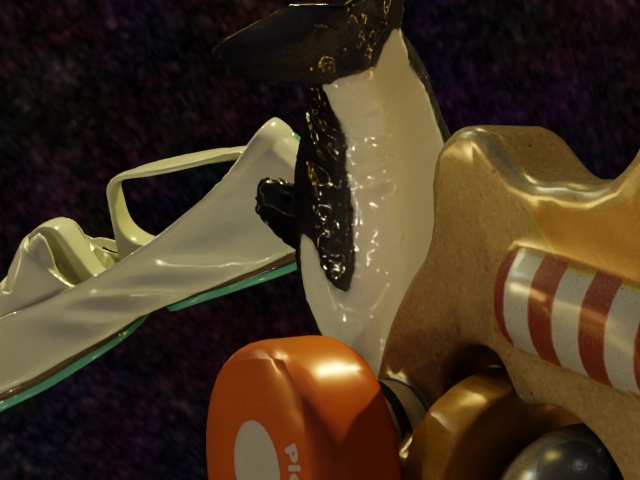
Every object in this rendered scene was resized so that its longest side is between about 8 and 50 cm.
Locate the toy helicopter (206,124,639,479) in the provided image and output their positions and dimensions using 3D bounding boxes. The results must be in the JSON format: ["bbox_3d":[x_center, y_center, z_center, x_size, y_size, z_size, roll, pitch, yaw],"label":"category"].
[{"bbox_3d":[0.105,0.027,0.443,0.140,0.355,0.235,-2,41,-29],"label":"toy helicopter"}]

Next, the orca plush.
[{"bbox_3d":[0.000,0.000,0.741,0.102,0.287,0.151,18,66,29],"label":"orca plush"}]

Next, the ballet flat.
[{"bbox_3d":[-0.159,0.017,1.361,0.400,0.139,0.139,-26,61,21],"label":"ballet flat"}]
